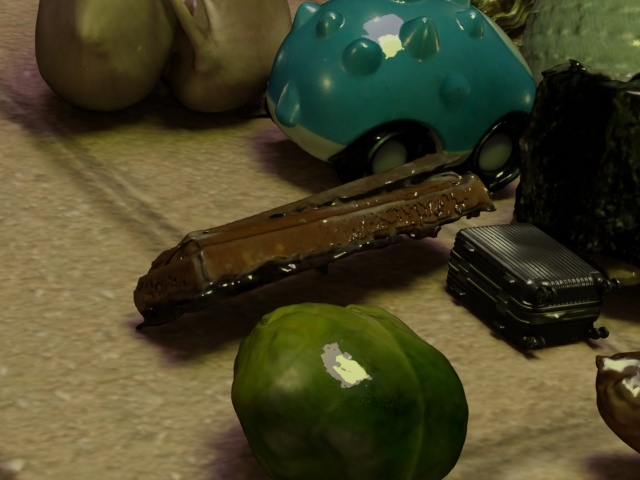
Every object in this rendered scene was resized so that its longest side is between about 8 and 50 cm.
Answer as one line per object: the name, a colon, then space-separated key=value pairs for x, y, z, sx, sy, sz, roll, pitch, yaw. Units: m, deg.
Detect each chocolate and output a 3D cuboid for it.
chocolate: x=0.000 y=-0.006 z=1.159 sx=0.329 sy=0.065 sz=0.102 roll=-19 pitch=-1 yaw=-44

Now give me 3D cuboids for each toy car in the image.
toy car: x=0.079 y=-0.152 z=1.389 sx=0.255 sy=0.190 sz=0.188 roll=-4 pitch=31 yaw=-31

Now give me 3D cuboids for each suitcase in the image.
suitcase: x=0.159 y=0.032 z=1.186 sx=0.086 sy=0.059 sz=0.126 roll=-5 pitch=28 yaw=-30

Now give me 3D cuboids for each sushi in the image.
sushi: x=0.318 y=-0.033 z=1.242 sx=0.350 sy=0.171 sz=0.211 roll=19 pitch=6 yaw=26

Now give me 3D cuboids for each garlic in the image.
garlic: x=-0.133 y=-0.222 z=1.422 sx=0.231 sy=0.246 sz=0.340 roll=19 pitch=9 yaw=-5

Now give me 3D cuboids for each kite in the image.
kite: x=-0.021 y=-0.125 z=1.519 sx=0.139 sy=0.011 sz=0.156 roll=-8 pitch=29 yaw=-26

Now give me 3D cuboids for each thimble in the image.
thimble: x=0.318 y=-0.192 z=1.537 sx=0.250 sy=0.172 sz=0.205 roll=15 pitch=5 yaw=28

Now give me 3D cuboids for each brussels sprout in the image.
brussels sprout: x=0.012 y=0.100 z=0.928 sx=0.155 sy=0.118 sz=0.155 roll=13 pitch=4 yaw=-1

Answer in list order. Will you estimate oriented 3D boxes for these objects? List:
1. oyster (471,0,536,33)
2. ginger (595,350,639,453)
oyster: x=0.177 y=-0.296 z=1.855 sx=0.267 sy=0.112 sz=0.198 roll=-6 pitch=7 yaw=-13
ginger: x=0.321 y=0.149 z=0.950 sx=0.133 sy=0.107 sz=0.309 roll=-37 pitch=48 yaw=-27
